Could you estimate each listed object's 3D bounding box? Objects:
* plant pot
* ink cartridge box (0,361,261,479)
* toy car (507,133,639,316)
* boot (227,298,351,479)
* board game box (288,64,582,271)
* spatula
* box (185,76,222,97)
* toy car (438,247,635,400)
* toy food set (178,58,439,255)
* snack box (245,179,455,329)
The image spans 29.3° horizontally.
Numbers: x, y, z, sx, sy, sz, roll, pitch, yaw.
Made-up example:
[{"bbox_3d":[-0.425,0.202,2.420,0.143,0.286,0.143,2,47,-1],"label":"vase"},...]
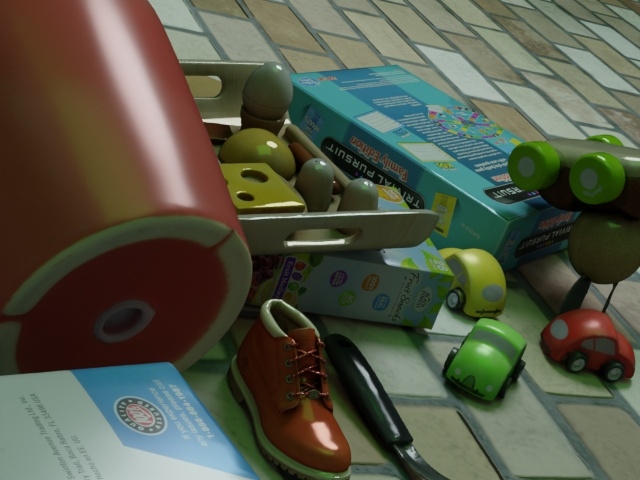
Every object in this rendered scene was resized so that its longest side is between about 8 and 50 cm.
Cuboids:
[{"bbox_3d":[-0.188,-0.026,0.886,0.275,0.275,0.243,-2,45,-41],"label":"plant pot"},{"bbox_3d":[-0.173,0.183,0.609,0.308,0.129,0.223,0,33,-38],"label":"ink cartridge box"},{"bbox_3d":[0.287,-0.009,1.292,0.155,0.188,0.149,-9,18,-44],"label":"toy car"},{"bbox_3d":[-0.017,0.113,0.923,0.059,0.084,0.158,3,32,-36],"label":"boot"},{"bbox_3d":[0.134,-0.093,1.446,0.336,0.079,0.254,36,29,27],"label":"board game box"},{"bbox_3d":[0.077,0.167,0.947,0.084,0.030,0.296,-1,33,-35],"label":"spatula"},{"bbox_3d":[-0.156,-0.153,1.406,0.165,0.021,0.201,20,26,-3],"label":"box"},{"bbox_3d":[0.183,0.084,1.165,0.239,0.053,0.225,28,26,14],"label":"toy car"},{"bbox_3d":[-0.062,-0.087,1.109,0.220,0.092,0.306,-3,32,-31],"label":"toy food set"},{"bbox_3d":[0.000,0.000,1.171,0.207,0.070,0.174,10,27,-25],"label":"snack box"}]
